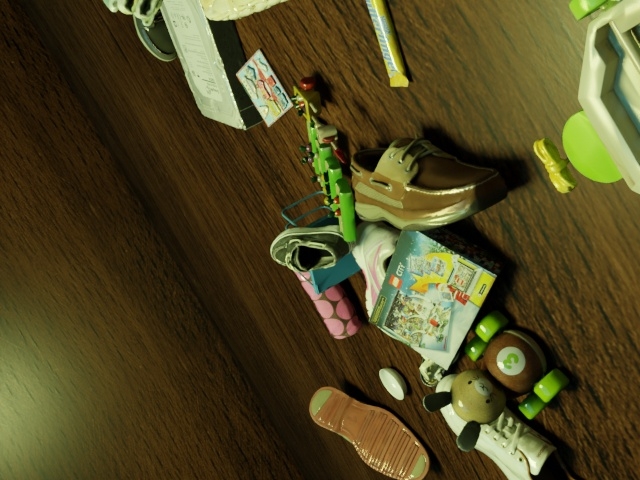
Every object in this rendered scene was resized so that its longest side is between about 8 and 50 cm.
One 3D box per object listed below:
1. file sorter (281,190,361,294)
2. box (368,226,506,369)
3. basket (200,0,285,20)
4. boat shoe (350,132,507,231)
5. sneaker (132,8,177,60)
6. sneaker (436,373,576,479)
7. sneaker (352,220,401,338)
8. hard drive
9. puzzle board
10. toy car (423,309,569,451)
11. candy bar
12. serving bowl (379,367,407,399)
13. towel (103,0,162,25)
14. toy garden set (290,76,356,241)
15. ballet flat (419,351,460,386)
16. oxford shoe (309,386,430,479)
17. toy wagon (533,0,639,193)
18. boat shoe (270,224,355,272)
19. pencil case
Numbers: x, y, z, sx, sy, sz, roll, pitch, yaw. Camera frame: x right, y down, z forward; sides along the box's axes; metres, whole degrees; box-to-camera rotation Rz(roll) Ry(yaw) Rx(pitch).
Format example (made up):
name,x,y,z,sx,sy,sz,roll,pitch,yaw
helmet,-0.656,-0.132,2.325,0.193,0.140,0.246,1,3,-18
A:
name,x,y,z,sx,sy,sz,roll,pitch,yaw
file sorter,0.000,0.000,1.351,0.104,0.118,0.170,39,151,45
box,0.181,0.086,1.052,0.159,0.044,0.233,32,134,18
basket,0.001,-0.416,0.631,0.331,0.266,0.328,15,131,57
boat shoe,0.132,-0.091,0.961,0.324,0.123,0.120,8,121,62
sneaker,-0.390,-0.534,1.523,0.118,0.083,0.222,9,126,61
sneaker,0.332,0.335,1.124,0.290,0.106,0.123,45,152,6
sneaker,0.139,0.084,1.185,0.111,0.103,0.252,18,135,60
hard drive,-0.248,-0.418,1.404,0.237,0.064,0.339,30,145,50
puzzle board,-0.114,-0.302,1.299,0.096,0.011,0.128,-30,92,48
toy car,0.257,0.234,1.018,0.155,0.188,0.149,47,155,25
candy bar,0.090,-0.295,0.919,0.040,0.018,0.161,19,136,57
serving bowl,0.175,0.330,1.520,0.083,0.027,0.083,46,155,29
towel,-0.291,-0.552,1.048,0.374,0.090,0.320,54,129,47
toy garden set,-0.001,-0.146,1.134,0.244,0.049,0.203,-111,9,-47
ballet flat,0.221,0.217,1.229,0.074,0.074,0.203,45,154,30
oxford shoe,0.150,0.510,1.725,0.397,0.140,0.146,27,173,44
toy wagon,0.328,-0.126,0.576,0.267,0.068,0.344,59,158,-1
boat shoe,-0.032,0.020,1.215,0.219,0.070,0.077,-13,117,50
pencil case,0.018,0.122,1.497,0.209,0.095,0.098,63,174,-18
